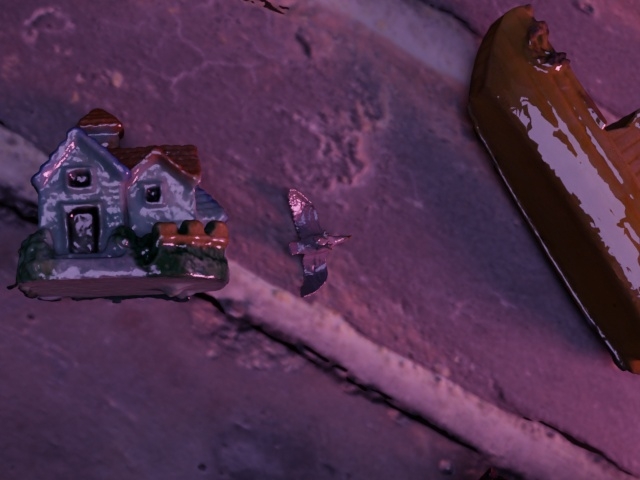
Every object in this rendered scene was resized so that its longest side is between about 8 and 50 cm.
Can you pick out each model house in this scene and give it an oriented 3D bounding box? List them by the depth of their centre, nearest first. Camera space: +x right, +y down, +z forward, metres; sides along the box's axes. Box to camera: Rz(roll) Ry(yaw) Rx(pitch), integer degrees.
[{"bbox_3d":[-0.142,-0.033,0.693,0.148,0.119,0.148,-4,79,-8],"label":"model house"}]

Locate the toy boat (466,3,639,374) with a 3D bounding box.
[{"bbox_3d":[0.227,-0.039,0.752,0.121,0.089,0.321,-32,89,-14],"label":"toy boat"}]

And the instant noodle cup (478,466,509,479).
[{"bbox_3d":[0.235,0.285,0.678,0.255,0.244,0.244,3,86,-16],"label":"instant noodle cup"}]

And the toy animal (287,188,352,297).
[{"bbox_3d":[0.000,0.000,0.746,0.050,0.028,0.084,-6,88,0],"label":"toy animal"}]
